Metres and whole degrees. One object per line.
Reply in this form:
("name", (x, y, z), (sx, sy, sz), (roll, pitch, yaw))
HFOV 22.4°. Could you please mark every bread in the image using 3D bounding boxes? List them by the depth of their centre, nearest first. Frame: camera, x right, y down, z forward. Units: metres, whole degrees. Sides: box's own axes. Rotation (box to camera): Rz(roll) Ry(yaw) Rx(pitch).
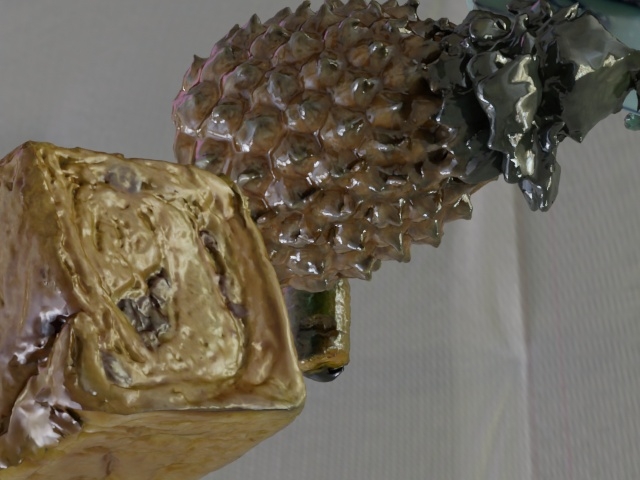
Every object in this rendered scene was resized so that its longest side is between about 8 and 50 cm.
("bread", (-0.108, 0.052, 0.795), (0.143, 0.158, 0.149), (-34, -123, 35))

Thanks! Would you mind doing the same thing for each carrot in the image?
("carrot", (0.000, 0.000, 1.386), (0.070, 0.070, 0.260), (-9, -124, 14))

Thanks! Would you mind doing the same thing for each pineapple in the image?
("pineapple", (0.079, -0.088, 1.183), (0.357, 0.223, 0.223), (-12, -135, 30))

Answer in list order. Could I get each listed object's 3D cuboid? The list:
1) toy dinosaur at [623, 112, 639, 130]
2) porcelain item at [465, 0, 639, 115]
("toy dinosaur", (0.324, -0.209, 1.660), (0.120, 0.292, 0.079), (-33, -179, 32))
("porcelain item", (0.274, -0.260, 1.356), (0.281, 0.157, 0.286), (23, -116, 29))
